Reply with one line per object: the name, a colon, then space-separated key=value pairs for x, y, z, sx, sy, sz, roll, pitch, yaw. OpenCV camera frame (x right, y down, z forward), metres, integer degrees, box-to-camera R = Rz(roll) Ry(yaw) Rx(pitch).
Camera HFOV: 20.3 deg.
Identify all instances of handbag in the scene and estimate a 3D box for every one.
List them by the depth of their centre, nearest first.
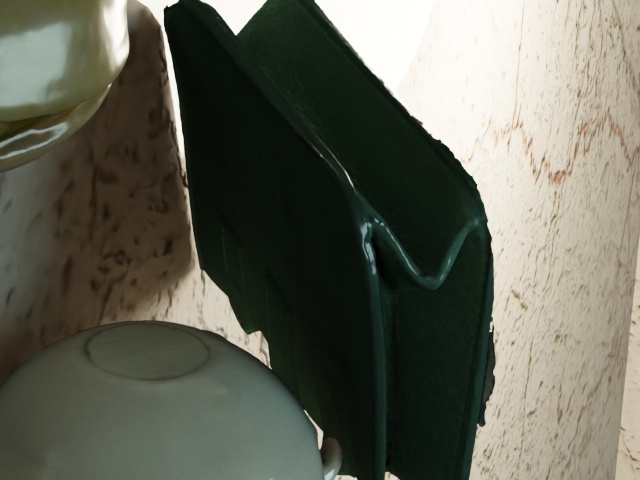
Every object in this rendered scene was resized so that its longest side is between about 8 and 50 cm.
handbag: x=0.001 y=-0.001 z=1.101 sx=0.326 sy=0.089 sz=0.238 roll=-129 pitch=-149 yaw=-51

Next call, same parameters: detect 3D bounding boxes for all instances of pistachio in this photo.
pistachio: x=-0.163 y=-0.097 z=0.876 sx=0.185 sy=0.124 sz=0.124 roll=-44 pitch=138 yaw=-49

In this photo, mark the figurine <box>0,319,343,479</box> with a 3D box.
figurine: x=-0.112 y=0.222 z=1.084 sx=0.274 sy=0.227 sz=0.394 roll=-104 pitch=-163 yaw=-63
